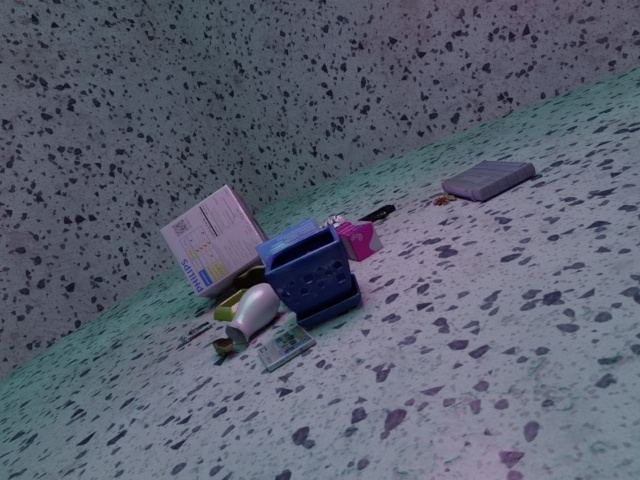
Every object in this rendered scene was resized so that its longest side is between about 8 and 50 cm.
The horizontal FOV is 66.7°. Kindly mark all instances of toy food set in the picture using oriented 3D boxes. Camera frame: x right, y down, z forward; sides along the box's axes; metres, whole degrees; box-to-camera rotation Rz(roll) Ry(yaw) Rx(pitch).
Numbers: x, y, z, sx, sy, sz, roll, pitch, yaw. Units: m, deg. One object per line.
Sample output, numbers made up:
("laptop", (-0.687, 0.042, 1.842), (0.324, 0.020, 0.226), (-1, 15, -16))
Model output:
("toy food set", (0.492, -0.160, 1.953), (0.077, 0.019, 0.122), (-27, 20, -1))

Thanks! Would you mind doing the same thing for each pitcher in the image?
("pitcher", (-0.232, 0.247, 1.590), (0.177, 0.125, 0.207), (-35, 13, 50))

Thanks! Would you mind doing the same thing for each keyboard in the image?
("keyboard", (0.197, -0.079, 2.190), (0.317, 0.033, 0.201), (-29, 7, -4))

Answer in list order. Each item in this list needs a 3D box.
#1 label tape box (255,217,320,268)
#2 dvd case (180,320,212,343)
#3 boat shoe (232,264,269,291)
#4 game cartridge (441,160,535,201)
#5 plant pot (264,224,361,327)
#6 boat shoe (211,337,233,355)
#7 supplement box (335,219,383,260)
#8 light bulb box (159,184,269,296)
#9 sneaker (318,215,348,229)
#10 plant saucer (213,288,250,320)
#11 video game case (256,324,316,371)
("label tape box", (-0.061, 0.094, 1.761), (0.249, 0.115, 0.348), (-28, 43, -7))
("dvd case", (-0.476, 0.351, 1.865), (0.119, 0.013, 0.087), (-32, 14, -19))
("boat shoe", (-0.244, 0.147, 2.010), (0.302, 0.109, 0.098), (-22, 14, 45))
("game cartridge", (0.630, -0.232, 1.875), (0.230, 0.068, 0.355), (-31, 13, -1))
("plant pot", (-0.012, 0.110, 1.443), (0.235, 0.212, 0.236), (-27, 13, 4))
("boat shoe", (-0.297, 0.332, 1.509), (0.050, 0.045, 0.135), (-24, 6, -26))
("supplement box", (0.125, -0.003, 1.848), (0.111, 0.114, 0.220), (-30, 15, -17))
("light bulb box", (-0.441, 0.014, 2.154), (0.361, 0.358, 0.225), (-34, -13, 2))
("sneaker", (0.000, 0.000, 2.115), (0.292, 0.110, 0.118), (-30, 42, 36))
("plant saucer", (-0.319, 0.242, 1.909), (0.188, 0.045, 0.188), (-35, 15, -33))
("video game case", (-0.097, 0.291, 1.335), (0.143, 0.019, 0.157), (-29, 12, -14))
